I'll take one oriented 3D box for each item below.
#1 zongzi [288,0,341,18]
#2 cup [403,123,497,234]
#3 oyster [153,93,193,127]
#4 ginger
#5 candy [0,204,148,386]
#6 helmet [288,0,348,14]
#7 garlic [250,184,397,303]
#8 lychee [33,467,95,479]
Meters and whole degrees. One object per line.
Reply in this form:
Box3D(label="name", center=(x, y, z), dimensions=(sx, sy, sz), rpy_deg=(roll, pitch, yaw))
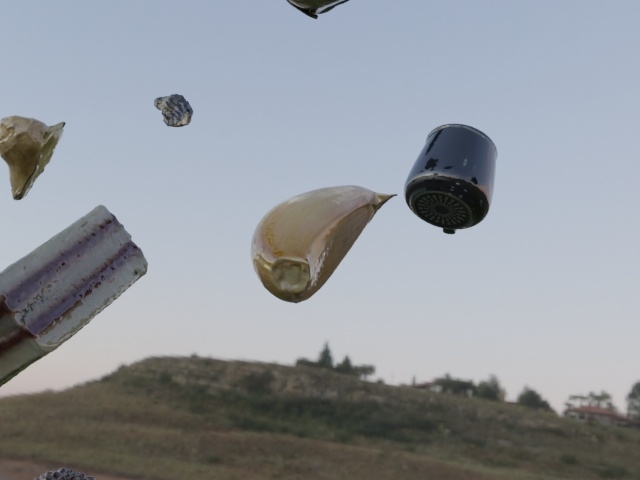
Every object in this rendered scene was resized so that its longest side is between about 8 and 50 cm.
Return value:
Box3D(label="zongzi", center=(-0.035, -0.552, 1.656), dimensions=(0.256, 0.115, 0.228), rpy_deg=(45, -20, -23))
Box3D(label="cup", center=(0.259, -0.111, 1.709), dimensions=(0.169, 0.177, 0.223), rpy_deg=(10, -30, 15))
Box3D(label="oyster", center=(-0.232, -0.211, 1.397), dimensions=(0.054, 0.083, 0.019), rpy_deg=(-26, -31, -17))
Box3D(label="ginger", center=(-0.616, -0.169, 1.777), dimensions=(0.122, 0.193, 0.115), rpy_deg=(23, 21, -21))
Box3D(label="candy", center=(-0.397, 0.082, 1.255), dimensions=(0.179, 0.321, 0.135), rpy_deg=(-32, -80, 25))
Box3D(label="helmet", center=(0.007, -0.674, 2.117), dimensions=(0.253, 0.198, 0.154), rpy_deg=(-35, -17, 17))
Box3D(label="garlic", center=(-0.005, -0.002, 1.314), dimensions=(0.164, 0.245, 0.145), rpy_deg=(-9, -63, 53))
Box3D(label="lychee", center=(-0.436, 0.498, 1.459), dimensions=(0.200, 0.200, 0.238), rpy_deg=(4, -58, 18))
